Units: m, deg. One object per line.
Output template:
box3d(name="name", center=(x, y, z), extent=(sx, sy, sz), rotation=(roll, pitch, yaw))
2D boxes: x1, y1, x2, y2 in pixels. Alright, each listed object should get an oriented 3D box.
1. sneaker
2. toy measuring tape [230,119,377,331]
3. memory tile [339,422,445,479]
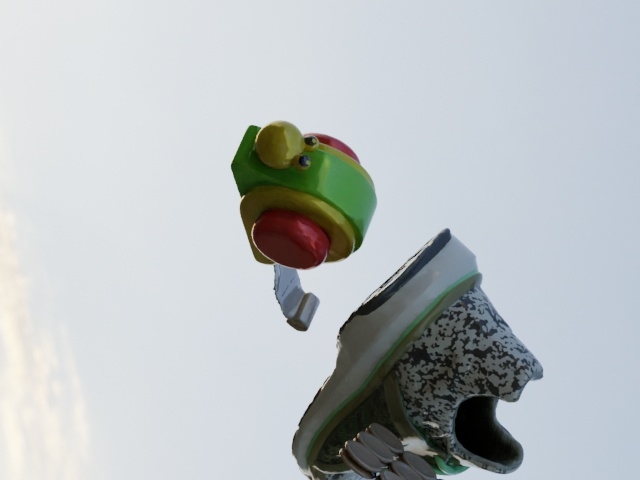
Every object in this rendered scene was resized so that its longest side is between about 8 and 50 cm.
box3d(name="sneaker", center=(0.095, 0.170, 1.513), extent=(0.182, 0.158, 0.410), rotation=(44, -28, 17))
box3d(name="toy measuring tape", center=(0.000, 0.000, 1.485), extent=(0.121, 0.121, 0.330), rotation=(58, -9, 32))
box3d(name="memory tile", center=(0.085, 0.210, 1.360), extent=(0.148, 0.113, 0.012), rotation=(40, -75, 8))
